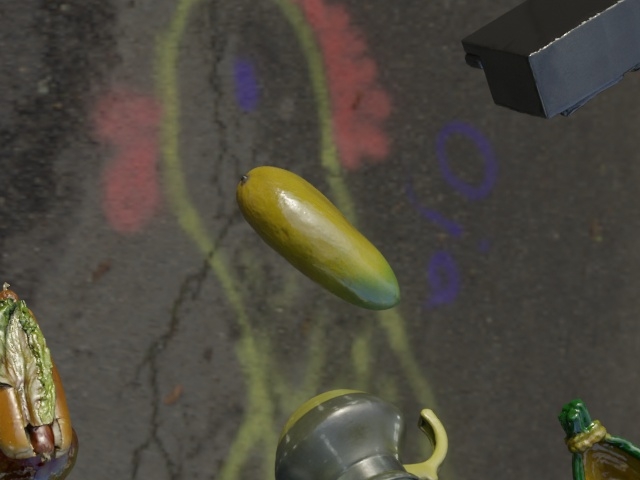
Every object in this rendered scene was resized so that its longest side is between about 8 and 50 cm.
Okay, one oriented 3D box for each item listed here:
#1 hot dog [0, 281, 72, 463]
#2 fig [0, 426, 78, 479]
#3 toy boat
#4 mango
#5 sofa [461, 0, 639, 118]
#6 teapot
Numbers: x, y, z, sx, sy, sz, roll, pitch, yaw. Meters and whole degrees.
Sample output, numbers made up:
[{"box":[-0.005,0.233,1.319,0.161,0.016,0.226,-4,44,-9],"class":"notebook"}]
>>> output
[{"box":[-0.195,0.086,0.881,0.056,0.041,0.133,2,53,-36],"class":"hot dog"},{"box":[-0.357,0.268,1.601,0.103,0.109,0.154,-7,133,-60],"class":"fig"},{"box":[0.280,0.237,1.151,0.089,0.229,0.088,-35,155,-12],"class":"toy boat"},{"box":[-0.004,-0.002,1.645,0.091,0.237,0.137,-54,161,9],"class":"mango"},{"box":[0.178,-0.135,0.894,0.147,0.085,0.060,-32,118,-16],"class":"sofa"},{"box":[0.043,0.199,1.206,0.166,0.119,0.130,-14,137,-25],"class":"teapot"}]
